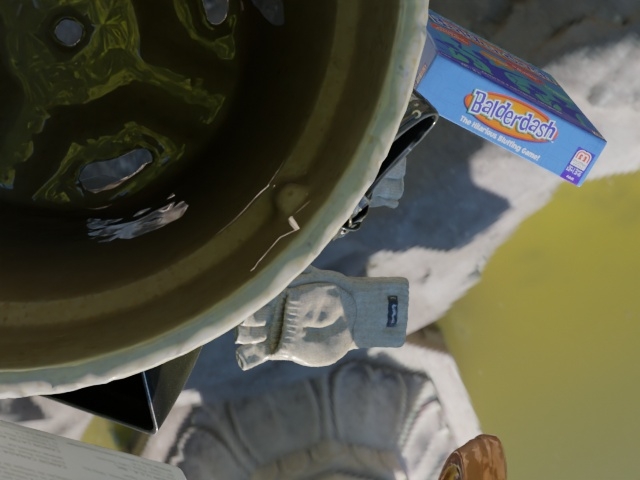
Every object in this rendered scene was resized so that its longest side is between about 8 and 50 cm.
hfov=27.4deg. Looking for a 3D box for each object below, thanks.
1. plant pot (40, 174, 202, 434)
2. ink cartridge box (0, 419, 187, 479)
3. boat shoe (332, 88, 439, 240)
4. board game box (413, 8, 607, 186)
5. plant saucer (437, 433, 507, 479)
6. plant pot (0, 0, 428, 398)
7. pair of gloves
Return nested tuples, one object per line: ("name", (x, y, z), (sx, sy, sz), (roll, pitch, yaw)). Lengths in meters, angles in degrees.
("plant pot", (-0.200, 0.042, 1.250), (0.188, 0.167, 0.187), (13, 129, 25))
("ink cartridge box", (-0.177, 0.224, 0.748), (0.308, 0.385, 0.091), (22, 103, -29))
("boat shoe", (0.011, -0.028, 0.721), (0.142, 0.040, 0.049), (-54, 157, -1))
("board game box", (0.143, -0.132, 1.122), (0.160, 0.210, 0.047), (25, 108, -13))
("plant saucer", (0.133, 0.283, 1.270), (0.037, 0.200, 0.200), (13, 118, -5))
("plant pot", (-0.138, -0.116, 0.641), (0.333, 0.305, 0.334), (0, 94, -6))
("pair of gloves", (0.000, 0.000, 1.268), (0.204, 0.042, 0.240), (-9, 102, -38))
